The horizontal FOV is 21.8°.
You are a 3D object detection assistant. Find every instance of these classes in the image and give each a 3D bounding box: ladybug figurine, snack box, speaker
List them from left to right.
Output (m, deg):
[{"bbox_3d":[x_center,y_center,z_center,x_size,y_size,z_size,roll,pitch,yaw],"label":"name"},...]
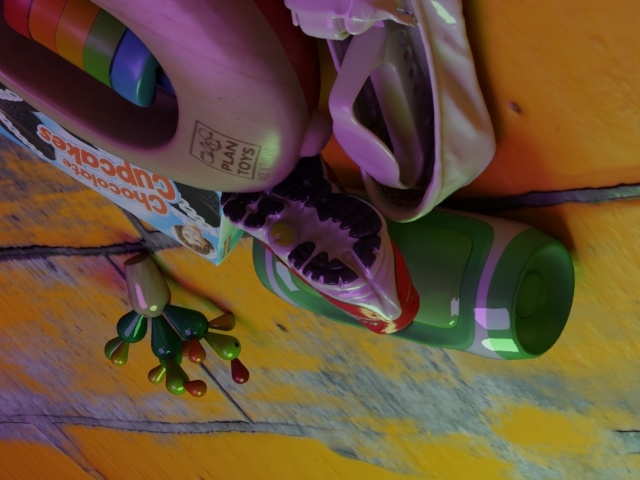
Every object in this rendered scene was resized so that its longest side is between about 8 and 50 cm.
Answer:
[{"bbox_3d":[-0.219,-0.117,1.737,0.322,0.060,0.187,31,151,11],"label":"snack box"},{"bbox_3d":[-0.173,-0.211,1.446,0.449,0.162,0.305,34,150,8],"label":"ladybug figurine"},{"bbox_3d":[0.082,0.026,1.545,0.296,0.131,0.131,13,143,37],"label":"speaker"}]

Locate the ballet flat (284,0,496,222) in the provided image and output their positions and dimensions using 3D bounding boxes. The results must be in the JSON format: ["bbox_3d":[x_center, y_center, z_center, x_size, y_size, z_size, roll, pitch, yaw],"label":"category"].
[{"bbox_3d":[0.043,-0.168,1.307,0.139,0.139,0.400,15,144,35],"label":"ballet flat"}]

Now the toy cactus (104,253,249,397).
[{"bbox_3d":[-0.182,0.100,1.995,0.219,0.112,0.180,4,118,48],"label":"toy cactus"}]

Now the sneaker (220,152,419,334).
[{"bbox_3d":[0.000,0.000,1.468,0.118,0.107,0.279,51,-179,-36],"label":"sneaker"}]
